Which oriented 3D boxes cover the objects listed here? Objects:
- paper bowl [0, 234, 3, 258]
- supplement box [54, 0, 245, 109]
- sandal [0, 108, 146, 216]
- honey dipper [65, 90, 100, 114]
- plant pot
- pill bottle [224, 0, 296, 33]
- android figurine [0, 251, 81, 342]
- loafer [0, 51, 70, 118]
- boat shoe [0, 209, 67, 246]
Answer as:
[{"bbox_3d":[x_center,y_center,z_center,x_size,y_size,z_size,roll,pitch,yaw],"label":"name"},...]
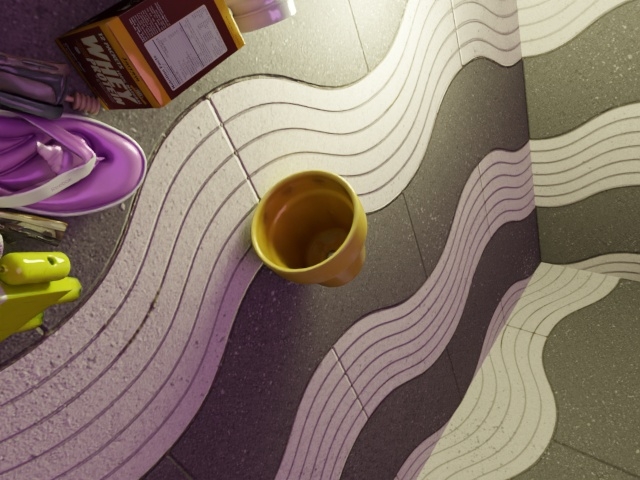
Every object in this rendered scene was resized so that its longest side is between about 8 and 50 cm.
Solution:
[{"bbox_3d":[-0.535,-0.003,0.517,0.284,0.284,0.148,-24,78,-42],"label":"paper bowl"},{"bbox_3d":[-0.270,-0.318,0.755,0.194,0.191,0.129,-50,132,-28],"label":"supplement box"},{"bbox_3d":[-0.442,-0.118,0.685,0.416,0.102,0.169,3,98,-48],"label":"sandal"},{"bbox_3d":[-0.429,-0.229,0.729,0.161,0.031,0.030,6,96,-45],"label":"honey dipper"},{"bbox_3d":[0.000,0.000,1.114,0.254,0.254,0.239,-64,151,-14],"label":"plant pot"},{"bbox_3d":[-0.152,-0.551,0.830,0.181,0.182,0.322,-43,128,-32],"label":"pill bottle"},{"bbox_3d":[-0.464,0.097,0.633,0.248,0.056,0.273,-34,172,11],"label":"android figurine"},{"bbox_3d":[-0.470,-0.244,0.610,0.268,0.096,0.084,15,108,-45],"label":"loafer"},{"bbox_3d":[-0.468,-0.019,0.718,0.152,0.056,0.049,11,87,-49],"label":"boat shoe"}]
